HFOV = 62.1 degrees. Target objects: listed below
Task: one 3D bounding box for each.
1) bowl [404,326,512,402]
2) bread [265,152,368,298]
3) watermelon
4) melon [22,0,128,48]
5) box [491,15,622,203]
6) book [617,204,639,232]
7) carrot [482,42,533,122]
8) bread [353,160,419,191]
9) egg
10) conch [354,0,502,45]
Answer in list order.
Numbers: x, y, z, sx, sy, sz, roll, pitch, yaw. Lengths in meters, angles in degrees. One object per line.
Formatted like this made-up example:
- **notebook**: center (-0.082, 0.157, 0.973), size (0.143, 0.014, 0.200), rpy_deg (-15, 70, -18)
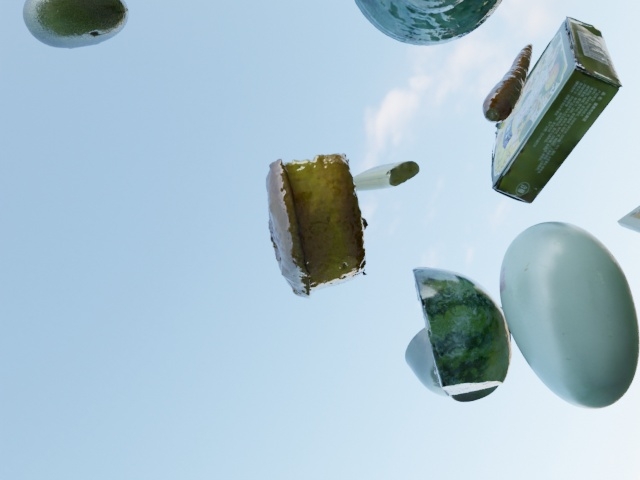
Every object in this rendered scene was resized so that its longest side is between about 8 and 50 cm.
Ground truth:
- **bowl**: center (0.377, 0.323, 1.378), size (0.289, 0.146, 0.289), rpy_deg (-8, -45, -8)
- **bread**: center (0.000, 0.000, 1.074), size (0.194, 0.179, 0.340), rpy_deg (-14, -41, -9)
- **watermelon**: center (0.284, 0.169, 1.157), size (0.223, 0.180, 0.305), rpy_deg (10, -126, -31)
- **melon**: center (-0.381, -0.353, 0.831), size (0.099, 0.162, 0.099), rpy_deg (-6, -90, -83)
- **box**: center (0.657, -0.375, 1.539), size (0.373, 0.138, 0.420), rpy_deg (-68, 1, -47)
- **book**: center (0.643, -0.106, 0.851), size (0.020, 0.295, 0.208), rpy_deg (51, -166, 0)
- **carrot**: center (0.306, -0.256, 0.841), size (0.216, 0.048, 0.048), rpy_deg (-54, -47, -33)
- **bread**: center (0.191, -0.195, 1.601), size (0.139, 0.178, 0.060), rpy_deg (-29, -75, -34)
- **egg**: center (0.469, 0.131, 1.011), size (0.230, 0.229, 0.371), rpy_deg (39, -142, -45)
- **conch**: center (0.136, -0.318, 0.642), size (0.202, 0.196, 0.134), rpy_deg (15, -125, -75)
